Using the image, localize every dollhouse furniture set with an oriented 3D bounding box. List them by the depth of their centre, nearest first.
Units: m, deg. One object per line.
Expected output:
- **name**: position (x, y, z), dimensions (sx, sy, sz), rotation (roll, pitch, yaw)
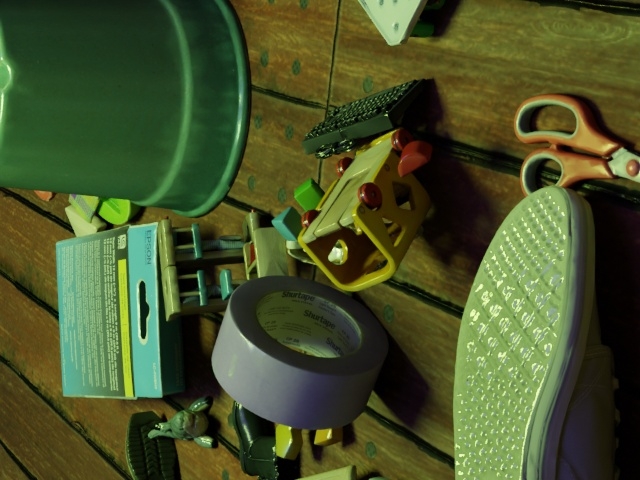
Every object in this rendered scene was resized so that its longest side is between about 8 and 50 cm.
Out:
- **dollhouse furniture set**: position (-0.127, 0.018, 1.704), dimensions (0.184, 0.129, 0.129), rotation (135, 129, -71)

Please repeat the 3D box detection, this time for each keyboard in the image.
- **keyboard**: position (0.038, -0.134, 1.519), dimensions (0.023, 0.108, 0.180), rotation (47, 153, -17)

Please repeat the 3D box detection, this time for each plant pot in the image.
- **plant pot**: position (-0.325, -0.202, 1.869), dimensions (0.341, 0.334, 0.341), rotation (1, 91, 59)

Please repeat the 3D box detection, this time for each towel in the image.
- **towel**: position (-0.378, -0.068, 2.151), dimensions (0.060, 0.009, 0.083), rotation (48, 144, 13)

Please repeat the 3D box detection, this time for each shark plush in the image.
- **shark plush**: position (-0.210, 0.260, 1.940), dimensions (0.161, 0.067, 0.073), rotation (-3, 88, 58)

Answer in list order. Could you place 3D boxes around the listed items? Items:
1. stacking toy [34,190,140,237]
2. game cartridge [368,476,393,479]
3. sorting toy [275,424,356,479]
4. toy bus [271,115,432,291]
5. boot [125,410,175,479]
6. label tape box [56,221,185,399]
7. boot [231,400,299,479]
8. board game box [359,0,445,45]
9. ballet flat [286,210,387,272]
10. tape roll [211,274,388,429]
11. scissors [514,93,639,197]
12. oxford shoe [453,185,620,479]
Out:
- **stacking toy**: position (-0.366, -0.152, 2.196), dimensions (0.279, 0.130, 0.309), rotation (56, 145, 2)
- **game cartridge**: position (0.114, 0.418, 1.444), dimensions (0.198, 0.062, 0.297), rotation (2, 92, 54)
- **sorting toy**: position (-0.038, 0.342, 1.601), dimensions (0.229, 0.041, 0.307), rotation (-26, 55, 43)
- **toy bus**: position (0.064, -0.037, 1.445), dimensions (0.202, 0.104, 0.191), rotation (-40, 17, -1)
- **boot**: position (-0.269, 0.372, 2.037), dimensions (0.137, 0.077, 0.198), rotation (-48, 50, 54)
- **label tape box**: position (-0.279, 0.109, 2.010), dimensions (0.347, 0.115, 0.249), rotation (-9, 83, 55)
- **boot**: position (-0.071, 0.259, 1.742), dimensions (0.099, 0.045, 0.121), rotation (-1, 95, 59)
- **board game box**: position (0.095, -0.478, 1.461), dimensions (0.390, 0.050, 0.390), rotation (61, 138, 37)
- **ballet flat**: position (0.000, 0.000, 1.602), dimensions (0.206, 0.067, 0.073), rotation (10, 100, 58)
- **tape roll**: position (-0.024, 0.125, 1.528), dimensions (0.189, 0.189, 0.080), rotation (52, 133, 44)
- **scissors**: position (0.272, -0.079, 1.211), dimensions (0.297, 0.021, 0.109), rotation (9, 96, 59)
- **oxford shoe**: position (0.210, 0.174, 1.227), dimensions (0.169, 0.130, 0.449), rotation (-21, 62, 61)
